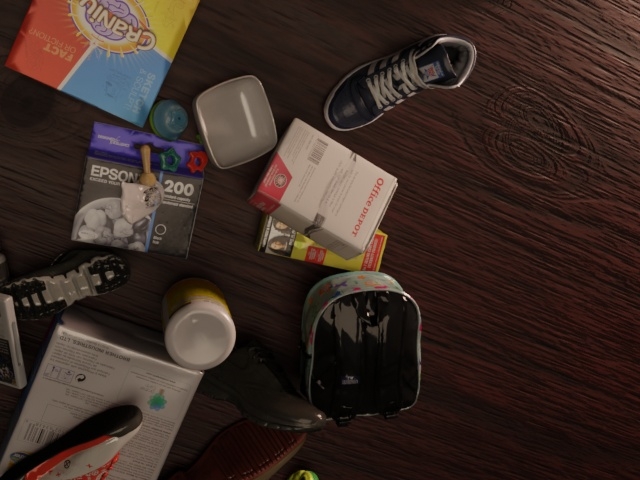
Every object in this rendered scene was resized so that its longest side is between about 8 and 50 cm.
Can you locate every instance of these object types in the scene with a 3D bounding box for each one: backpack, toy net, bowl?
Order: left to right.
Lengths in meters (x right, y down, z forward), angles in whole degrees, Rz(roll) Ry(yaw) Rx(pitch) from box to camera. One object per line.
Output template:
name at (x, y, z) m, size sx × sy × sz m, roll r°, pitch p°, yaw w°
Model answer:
toy net at (-0.270, -0.123, 1.453) m, size 0.122 × 0.045 × 0.232 m, roll 38°, pitch 69°, yaw -36°
bowl at (-0.154, -0.205, 1.475) m, size 0.142 × 0.053 × 0.142 m, roll -27°, pitch 110°, yaw -30°
backpack at (0.070, 0.181, 1.564) m, size 0.225 × 0.191 × 0.254 m, roll -4°, pitch 114°, yaw -12°

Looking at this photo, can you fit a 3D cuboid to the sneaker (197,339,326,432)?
sneaker at (-0.107, 0.253, 1.523) m, size 0.286 × 0.109 × 0.130 m, roll 21°, pitch 88°, yaw 28°

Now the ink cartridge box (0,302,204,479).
ink cartridge box at (-0.410, 0.340, 1.516) m, size 0.270 × 0.151 × 0.396 m, roll 22°, pitch 97°, yaw -16°

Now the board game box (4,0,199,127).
board game box at (-0.339, -0.379, 1.400) m, size 0.242 × 0.064 × 0.317 m, roll 23°, pitch 97°, yaw -17°

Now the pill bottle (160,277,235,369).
pill bottle at (-0.215, 0.135, 1.476) m, size 0.117 × 0.215 × 0.117 m, roll -3°, pitch 104°, yaw -12°

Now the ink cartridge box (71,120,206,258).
ink cartridge box at (-0.314, -0.085, 1.490) m, size 0.206 × 0.045 × 0.208 m, roll 10°, pitch 99°, yaw -15°

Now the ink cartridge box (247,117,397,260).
ink cartridge box at (0.005, -0.087, 1.500) m, size 0.218 × 0.092 × 0.159 m, roll 30°, pitch 71°, yaw -10°

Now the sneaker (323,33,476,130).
sneaker at (0.141, -0.278, 1.489) m, size 0.282 × 0.153 × 0.099 m, roll -31°, pitch 108°, yaw -4°

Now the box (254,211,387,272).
box at (0.000, 0.000, 1.575) m, size 0.232 × 0.058 × 0.087 m, roll 13°, pitch 98°, yaw -16°

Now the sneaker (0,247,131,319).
sneaker at (-0.446, 0.069, 1.462) m, size 0.234 × 0.106 × 0.078 m, roll -19°, pitch 115°, yaw -14°

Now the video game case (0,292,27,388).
video game case at (-0.582, 0.152, 1.427) m, size 0.190 × 0.022 × 0.173 m, roll 11°, pitch 117°, yaw 21°

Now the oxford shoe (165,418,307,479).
oxford shoe at (-0.166, 0.455, 1.639) m, size 0.348 × 0.123 × 0.130 m, roll -32°, pitch 135°, yaw -5°

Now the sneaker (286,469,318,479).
sneaker at (-0.006, 0.587, 1.709) m, size 0.123 × 0.109 × 0.296 m, roll -18°, pitch 106°, yaw -32°

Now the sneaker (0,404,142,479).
sneaker at (-0.384, 0.390, 1.413) m, size 0.270 × 0.090 × 0.145 m, roll -30°, pitch 109°, yaw 0°

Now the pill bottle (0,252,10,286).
pill bottle at (-0.570, 0.064, 1.449) m, size 0.078 × 0.078 × 0.137 m, roll -9°, pitch 106°, yaw -11°
